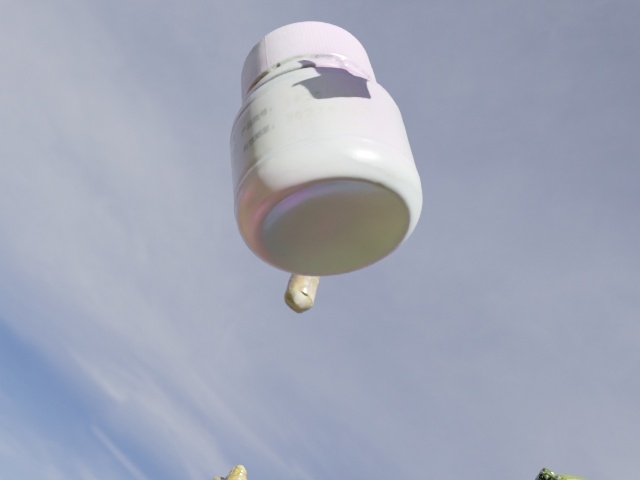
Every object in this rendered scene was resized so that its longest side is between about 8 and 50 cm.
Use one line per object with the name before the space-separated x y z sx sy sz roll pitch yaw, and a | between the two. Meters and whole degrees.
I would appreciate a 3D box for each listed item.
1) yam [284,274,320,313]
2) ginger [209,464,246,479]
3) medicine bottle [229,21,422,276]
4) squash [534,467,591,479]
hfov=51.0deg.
yam | 0.000 0.000 1.257 0.066 0.300 0.066 15 -32 10
ginger | -0.090 0.287 0.652 0.205 0.115 0.081 -15 -79 48
medicine bottle | -0.004 -0.130 0.922 0.241 0.302 0.241 -6 -37 -4
squash | 0.322 0.295 0.739 0.183 0.052 0.052 22 -40 -9
